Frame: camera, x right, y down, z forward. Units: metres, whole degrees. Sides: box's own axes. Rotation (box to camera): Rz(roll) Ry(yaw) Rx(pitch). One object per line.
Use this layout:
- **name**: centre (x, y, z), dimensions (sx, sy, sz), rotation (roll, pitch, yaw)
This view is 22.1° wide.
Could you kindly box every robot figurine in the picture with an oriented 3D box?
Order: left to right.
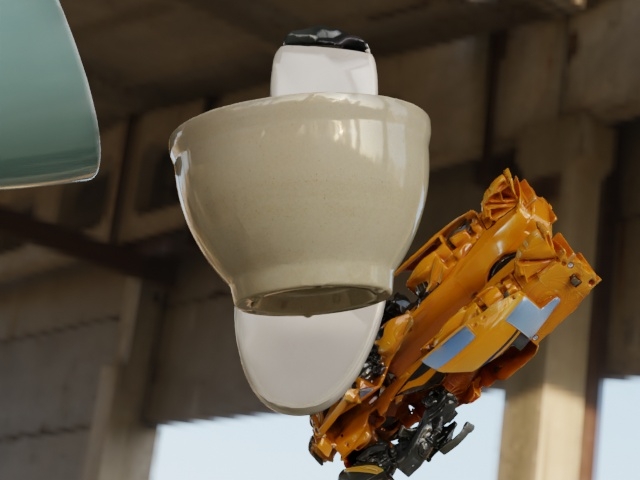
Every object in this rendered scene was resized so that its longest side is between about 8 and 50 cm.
- **robot figurine**: centre (0.089, 0.081, 1.375), dimensions (0.291, 0.211, 0.085), rotation (-43, -64, 11)

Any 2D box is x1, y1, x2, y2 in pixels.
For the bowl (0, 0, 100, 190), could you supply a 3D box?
- **bowl**: centre (-0.314, -0.160, 1.286), dimensions (0.163, 0.311, 0.311), rotation (-25, -9, -18)

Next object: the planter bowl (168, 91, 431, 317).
- **planter bowl**: centre (-0.009, -0.014, 0.999), dimensions (0.162, 0.109, 0.162), rotation (-4, -13, -1)

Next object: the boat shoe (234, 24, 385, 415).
- **boat shoe**: centre (0.000, 0.000, 1.411), dimensions (0.127, 0.340, 0.158), rotation (6, -21, 4)
